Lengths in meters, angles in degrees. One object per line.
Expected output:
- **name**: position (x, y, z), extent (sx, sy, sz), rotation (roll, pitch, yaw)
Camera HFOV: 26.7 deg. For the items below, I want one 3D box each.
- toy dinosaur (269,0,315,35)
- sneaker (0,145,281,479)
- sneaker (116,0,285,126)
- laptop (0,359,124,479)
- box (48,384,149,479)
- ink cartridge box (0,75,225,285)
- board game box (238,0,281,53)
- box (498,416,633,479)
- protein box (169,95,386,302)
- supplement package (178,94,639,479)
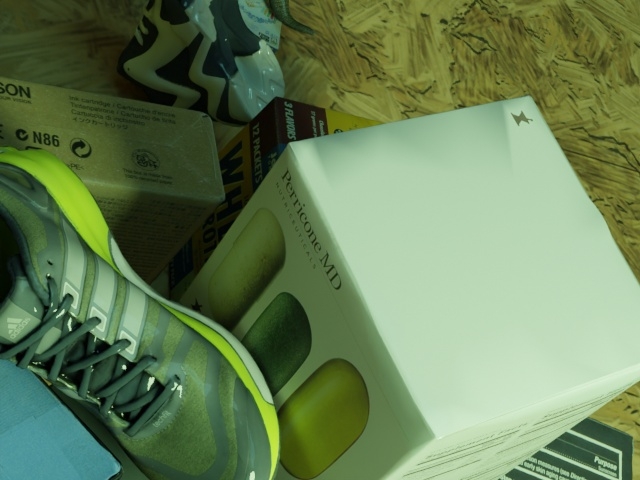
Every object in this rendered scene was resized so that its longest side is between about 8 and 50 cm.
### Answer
- **toy dinosaur**: position (-0.071, -0.357, 1.359), extent (0.160, 0.121, 0.313), rotation (-33, 77, -34)
- **sneaker**: position (-0.150, 0.061, 0.831), extent (0.300, 0.111, 0.121), rotation (43, 19, 14)
- **sneaker**: position (-0.142, -0.203, 1.206), extent (0.235, 0.153, 0.094), rotation (60, 44, -32)
- **laptop**: position (-0.352, 0.031, 0.692), extent (0.236, 0.408, 0.382), rotation (-44, 72, -11)
- **box**: position (-0.260, 0.199, 0.885), extent (0.261, 0.184, 0.103), rotation (-23, 80, -42)
- **ink cartridge box**: position (-0.222, -0.031, 1.035), extent (0.235, 0.193, 0.088), rotation (8, 56, -33)
- **board game box**: position (-0.081, -0.241, 1.371), extent (0.090, 0.020, 0.090), rotation (23, 53, -23)
- **box**: position (0.091, 0.269, 1.096), extent (0.296, 0.183, 0.294), rotation (25, 54, -21)
- **protein box**: position (0.000, 0.000, 1.170), extent (0.200, 0.201, 0.136), rotation (11, 59, -31)
- **supplement package**: position (0.048, 0.068, 0.895), extent (0.198, 0.262, 0.199), rotation (-14, 68, -33)
